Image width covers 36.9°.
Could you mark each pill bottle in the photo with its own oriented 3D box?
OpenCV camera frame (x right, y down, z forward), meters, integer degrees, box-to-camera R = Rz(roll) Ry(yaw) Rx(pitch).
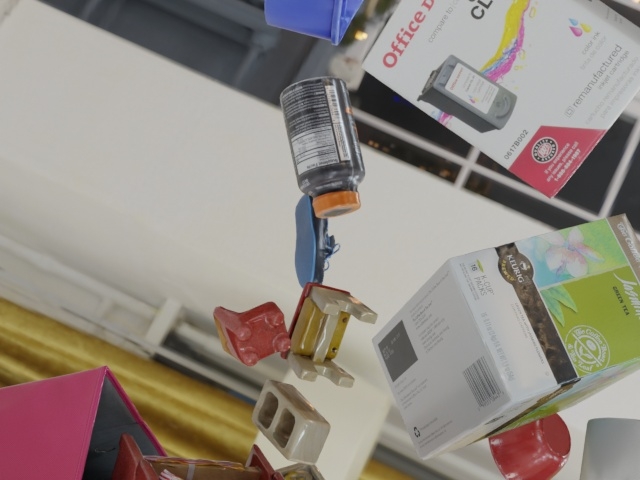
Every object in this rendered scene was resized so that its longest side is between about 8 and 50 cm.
[{"bbox_3d":[0.009,-0.168,1.780,0.130,0.130,0.246,68,11,-80],"label":"pill bottle"}]

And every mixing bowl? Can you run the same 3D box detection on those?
[{"bbox_3d":[0.420,0.388,1.860,0.098,0.181,0.181,-29,-160,42],"label":"mixing bowl"}]

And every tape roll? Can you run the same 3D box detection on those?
[{"bbox_3d":[0.516,0.329,1.357,0.286,0.286,0.100,87,14,-75],"label":"tape roll"}]

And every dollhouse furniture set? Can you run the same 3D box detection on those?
[{"bbox_3d":[-0.107,0.214,1.169,0.152,0.201,0.374,33,-75,58],"label":"dollhouse furniture set"}]

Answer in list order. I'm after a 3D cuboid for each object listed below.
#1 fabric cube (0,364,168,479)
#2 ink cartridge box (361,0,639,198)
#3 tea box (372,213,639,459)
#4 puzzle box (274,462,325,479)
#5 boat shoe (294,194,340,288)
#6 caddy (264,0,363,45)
[{"bbox_3d":[-0.365,0.358,1.258,0.254,0.258,0.259,-92,165,-49],"label":"fabric cube"},{"bbox_3d":[0.241,-0.236,1.226,0.226,0.306,0.131,-57,179,28],"label":"ink cartridge box"},{"bbox_3d":[0.303,0.150,1.454,0.323,0.220,0.329,-15,160,-23],"label":"tea box"},{"bbox_3d":[-0.139,0.504,1.516,0.408,0.272,0.052,-12,124,-24],"label":"puzzle box"},{"bbox_3d":[0.000,0.000,2.186,0.109,0.089,0.258,-40,-140,48],"label":"boat shoe"},{"bbox_3d":[0.018,-0.493,1.603,0.341,0.179,0.241,98,4,-49],"label":"caddy"}]
